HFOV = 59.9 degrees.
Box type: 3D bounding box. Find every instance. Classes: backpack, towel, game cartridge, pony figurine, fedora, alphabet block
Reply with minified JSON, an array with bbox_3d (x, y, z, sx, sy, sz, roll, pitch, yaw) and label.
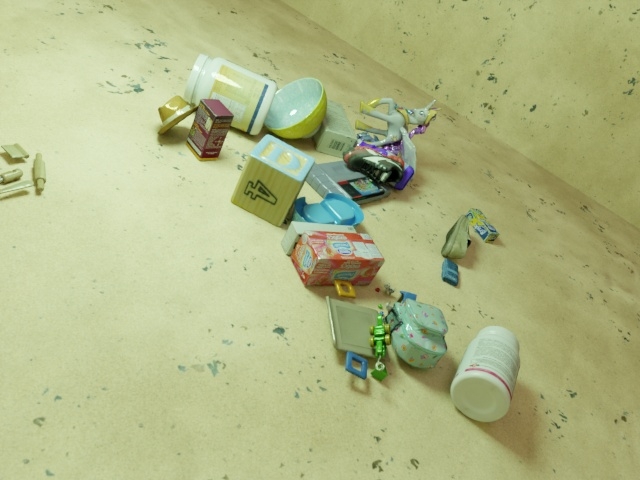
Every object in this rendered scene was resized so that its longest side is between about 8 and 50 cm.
[{"bbox_3d":[0.287,0.272,1.617,0.165,0.144,0.188,20,38,-23],"label":"backpack"},{"bbox_3d":[0.482,0.117,2.057,0.067,0.029,0.119,28,34,-4],"label":"towel"},{"bbox_3d":[0.112,-0.234,2.218,0.230,0.068,0.355,42,36,25],"label":"game cartridge"},{"bbox_3d":[0.339,-0.476,2.498,0.363,0.351,0.303,4,34,-4],"label":"pony figurine"},{"bbox_3d":[-0.506,-0.445,1.923,0.079,0.194,0.194,55,30,-16],"label":"fedora"},{"bbox_3d":[-0.158,-0.201,1.853,0.193,0.197,0.192,29,35,-1],"label":"alphabet block"}]

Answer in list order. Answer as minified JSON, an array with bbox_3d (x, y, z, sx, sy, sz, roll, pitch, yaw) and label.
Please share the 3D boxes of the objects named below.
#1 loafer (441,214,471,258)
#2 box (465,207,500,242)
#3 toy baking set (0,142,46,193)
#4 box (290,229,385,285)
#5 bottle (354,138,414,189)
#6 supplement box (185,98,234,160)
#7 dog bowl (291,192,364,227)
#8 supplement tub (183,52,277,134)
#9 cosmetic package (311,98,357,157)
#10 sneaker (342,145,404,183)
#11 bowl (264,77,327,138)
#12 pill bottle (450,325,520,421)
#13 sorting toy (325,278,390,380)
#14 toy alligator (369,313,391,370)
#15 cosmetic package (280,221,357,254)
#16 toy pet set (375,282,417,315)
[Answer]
[{"bbox_3d":[0.554,-0.005,2.216,0.092,0.102,0.268,34,43,4],"label":"loafer"},{"bbox_3d":[0.709,-0.067,2.440,0.059,0.054,0.169,5,41,-33],"label":"box"},{"bbox_3d":[-0.835,-0.177,1.479,0.196,0.030,0.256,-2,45,-34],"label":"toy baking set"},{"bbox_3d":[0.053,0.057,1.737,0.256,0.123,0.128,2,42,-34],"label":"box"},{"bbox_3d":[0.265,-0.336,2.405,0.282,0.118,0.092,37,2,9],"label":"bottle"},{"bbox_3d":[-0.385,-0.383,1.926,0.080,0.188,0.104,-12,52,-46],"label":"supplement box"},{"bbox_3d":[0.020,-0.080,1.935,0.297,0.074,0.166,-12,52,-46],"label":"dog bowl"},{"bbox_3d":[-0.349,-0.570,2.161,0.316,0.228,0.228,22,35,-11],"label":"supplement tub"},{"bbox_3d":[0.039,-0.507,2.469,0.160,0.113,0.309,12,37,-24],"label":"cosmetic package"},{"bbox_3d":[0.222,-0.300,2.247,0.276,0.098,0.135,13,43,-18],"label":"sneaker"},{"bbox_3d":[-0.081,-0.520,2.318,0.156,0.289,0.289,50,14,-44],"label":"bowl"},{"bbox_3d":[0.488,0.375,1.611,0.160,0.160,0.283,36,35,9],"label":"pill bottle"},{"bbox_3d":[0.098,0.257,1.582,0.196,0.047,0.348,20,37,-25],"label":"sorting toy"},{"bbox_3d":[0.165,0.288,1.523,0.056,0.051,0.190,-9,43,14],"label":"toy alligator"},{"bbox_3d":[0.000,0.000,1.797,0.239,0.099,0.060,3,45,-33],"label":"cosmetic package"},{"bbox_3d":[0.243,0.186,1.761,0.114,0.065,0.122,17,36,-18],"label":"toy pet set"}]
